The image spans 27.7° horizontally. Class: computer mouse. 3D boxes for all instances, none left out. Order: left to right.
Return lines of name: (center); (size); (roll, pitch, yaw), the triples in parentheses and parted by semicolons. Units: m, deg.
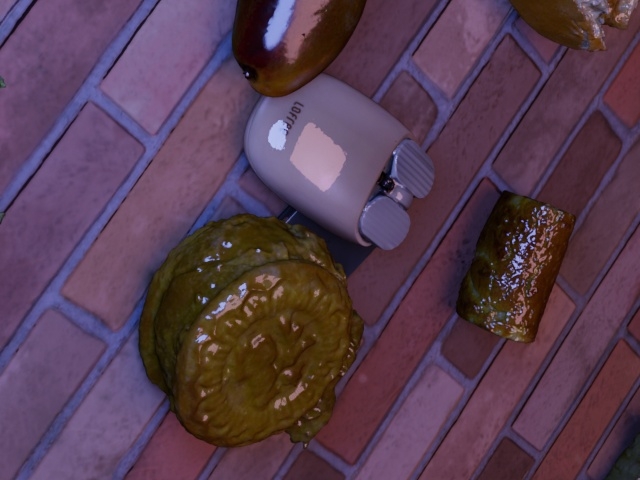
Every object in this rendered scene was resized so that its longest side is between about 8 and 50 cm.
computer mouse: (0.024, -0.087, 1.402); (0.236, 0.082, 0.145); (36, 79, -32)

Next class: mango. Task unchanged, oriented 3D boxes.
mango: (-0.009, -0.271, 1.307); (0.133, 0.111, 0.267); (17, 95, -24)

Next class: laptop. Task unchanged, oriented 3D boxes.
laptop: (0.000, 0.000, 1.468); (0.180, 0.016, 0.129); (-46, 127, -16)

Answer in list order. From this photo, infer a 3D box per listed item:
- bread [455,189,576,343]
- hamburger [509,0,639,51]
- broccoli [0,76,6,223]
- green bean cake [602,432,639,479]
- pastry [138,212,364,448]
bread: (0.239, 0.031, 1.598); (0.103, 0.132, 0.172); (20, 95, -17)
hamburger: (0.262, -0.347, 1.467); (0.144, 0.157, 0.282); (-43, 130, -42)
broccoli: (-0.348, -0.044, 1.082); (0.226, 0.176, 0.198); (-28, 134, -4)
green bean cake: (0.460, 0.400, 1.888); (0.236, 0.124, 0.233); (-37, 125, -23)
pastry: (-0.072, 0.091, 1.371); (0.235, 0.132, 0.240); (11, 110, -44)
